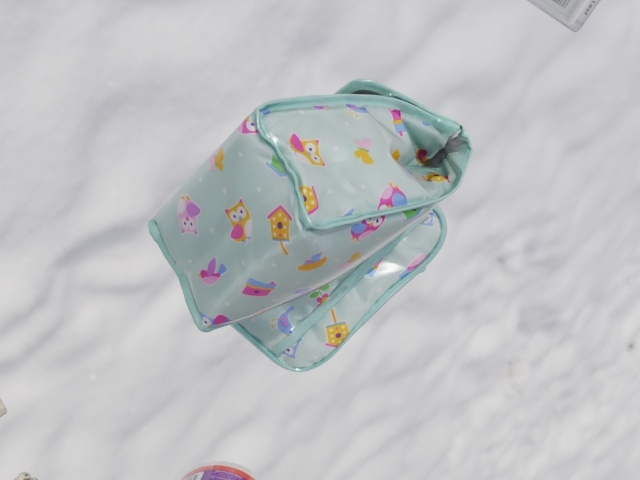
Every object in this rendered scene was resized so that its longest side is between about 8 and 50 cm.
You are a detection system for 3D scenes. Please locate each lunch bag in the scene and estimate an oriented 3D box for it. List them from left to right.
[{"bbox_3d":[0.000,0.000,1.571,0.279,0.224,0.108,-44,-170,8],"label":"lunch bag"},{"bbox_3d":[0.000,-0.041,1.353,0.262,0.160,0.223,-16,162,-42],"label":"lunch bag"}]

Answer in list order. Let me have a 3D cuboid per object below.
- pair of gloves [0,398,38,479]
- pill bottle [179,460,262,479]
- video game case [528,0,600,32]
[{"bbox_3d":[-0.385,0.255,1.365,0.204,0.240,0.042,-28,155,-7],"label":"pair of gloves"},{"bbox_3d":[-0.111,0.299,1.303,0.108,0.108,0.193,-59,-177,21],"label":"pill bottle"},{"bbox_3d":[0.245,-0.343,1.411,0.023,0.212,0.193,19,110,-49],"label":"video game case"}]
